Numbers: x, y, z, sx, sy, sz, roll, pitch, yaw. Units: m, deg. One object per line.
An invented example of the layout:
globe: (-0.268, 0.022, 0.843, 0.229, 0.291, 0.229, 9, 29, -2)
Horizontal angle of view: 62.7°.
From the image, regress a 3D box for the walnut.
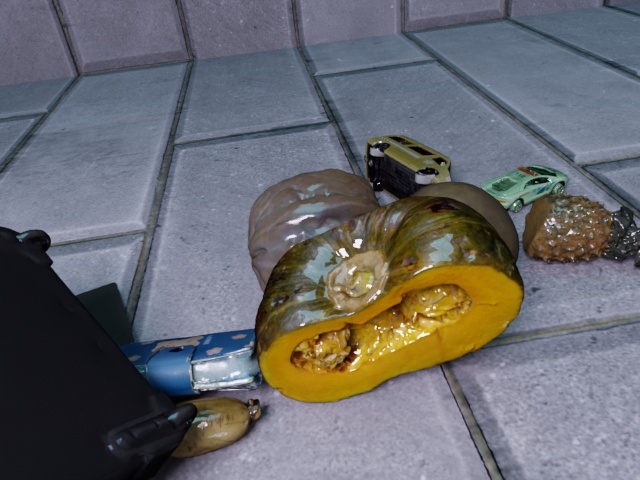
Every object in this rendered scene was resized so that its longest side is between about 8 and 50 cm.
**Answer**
walnut: (0.000, 0.000, 0.788, 0.225, 0.224, 0.224, -5, 34, 3)

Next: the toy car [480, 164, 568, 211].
toy car: (0.392, -0.112, 1.010, 0.186, 0.058, 0.093, -20, 34, -19)

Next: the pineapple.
pineapple: (0.452, -0.004, 0.811, 0.252, 0.125, 0.125, 9, 35, 5)

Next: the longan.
longan: (0.211, -0.005, 0.805, 0.185, 0.159, 0.204, 35, 11, 25)

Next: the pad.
pad: (-0.370, 0.130, 0.802, 0.143, 0.003, 0.211, -20, 28, -20)

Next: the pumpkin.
pumpkin: (0.079, 0.084, 0.642, 0.317, 0.221, 0.139, -27, 44, 10)

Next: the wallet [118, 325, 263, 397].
wallet: (-0.171, 0.155, 0.669, 0.203, 0.059, 0.141, -7, 9, 0)

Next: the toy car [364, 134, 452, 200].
toy car: (0.189, -0.130, 1.033, 0.125, 0.101, 0.257, -17, 34, -21)

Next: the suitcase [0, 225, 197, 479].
suitcase: (-0.326, 0.131, 0.452, 0.345, 0.339, 0.188, 44, 97, 17)

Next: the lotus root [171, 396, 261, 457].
lotus root: (-0.143, 0.215, 0.606, 0.152, 0.063, 0.072, -10, 1, -2)
